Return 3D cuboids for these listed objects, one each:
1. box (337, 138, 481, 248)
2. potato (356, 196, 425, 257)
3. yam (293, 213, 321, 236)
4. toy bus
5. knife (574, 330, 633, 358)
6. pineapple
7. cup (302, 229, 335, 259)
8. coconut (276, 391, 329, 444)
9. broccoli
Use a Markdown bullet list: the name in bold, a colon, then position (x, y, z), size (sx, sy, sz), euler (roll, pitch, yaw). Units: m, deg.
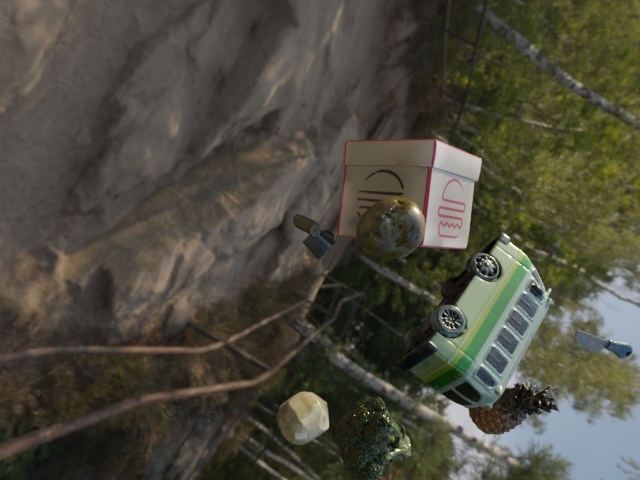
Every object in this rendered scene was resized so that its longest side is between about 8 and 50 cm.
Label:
- **box**: position (0.269, -0.137, 1.550), size (0.312, 0.315, 0.299), euler (3, 94, -50)
- **potato**: position (0.161, -0.029, 1.176), size (0.200, 0.155, 0.136), euler (80, 20, -82)
- **yam**: position (-0.040, -0.044, 1.447), size (0.043, 0.094, 0.043), euler (-18, 119, -36)
- **toy bus**: position (0.270, 0.135, 0.850), size (0.276, 0.165, 0.133), euler (-45, 171, -29)
- **knife**: position (0.809, 0.302, 1.457), size (0.058, 0.244, 0.032), euler (-63, -154, 25)
- **pineapple**: position (0.629, 0.526, 1.631), size (0.169, 0.169, 0.340), euler (-60, -177, -35)
- **cup**: position (0.000, 0.000, 1.587), size (0.100, 0.077, 0.078), euler (-47, -178, -37)
- **coconut**: position (-0.051, 0.573, 1.650), size (0.162, 0.161, 0.161), euler (-18, 153, -32)
- **broccoli**: position (0.092, 0.358, 0.922), size (0.162, 0.138, 0.145), euler (-150, -97, -80)
